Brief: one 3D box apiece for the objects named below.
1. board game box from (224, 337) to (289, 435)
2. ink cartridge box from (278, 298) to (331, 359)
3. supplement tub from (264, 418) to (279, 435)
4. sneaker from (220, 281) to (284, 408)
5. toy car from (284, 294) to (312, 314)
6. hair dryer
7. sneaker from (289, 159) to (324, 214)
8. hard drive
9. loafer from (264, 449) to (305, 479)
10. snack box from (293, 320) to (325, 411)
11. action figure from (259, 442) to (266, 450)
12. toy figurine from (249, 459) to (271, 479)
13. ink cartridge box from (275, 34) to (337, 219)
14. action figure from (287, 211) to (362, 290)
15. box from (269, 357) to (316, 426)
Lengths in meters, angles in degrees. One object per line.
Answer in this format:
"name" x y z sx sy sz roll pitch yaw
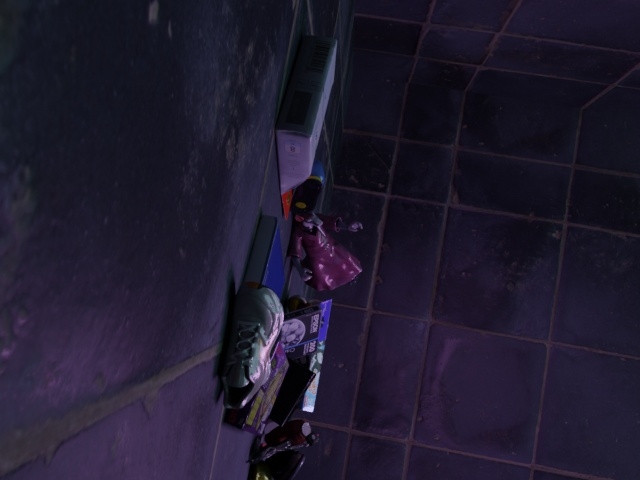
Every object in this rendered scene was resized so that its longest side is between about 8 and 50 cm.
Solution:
"board game box" -0.144 0.364 1.236 0.347 0.056 0.208 89 26 -66
"ink cartridge box" -0.052 0.310 1.705 0.045 0.208 0.207 49 -37 42
"supplement tub" -0.163 0.669 1.825 0.107 0.070 0.071 -44 143 -83
"sneaker" -0.134 0.205 0.939 0.121 0.099 0.263 -64 162 -62
"toy car" -0.068 0.296 1.802 0.159 0.136 0.182 -75 173 -59
"hair dryer" -0.135 0.641 1.628 0.293 0.223 0.080 122 -45 -69
"sneaker" -0.035 -0.149 1.436 0.209 0.069 0.082 123 -22 -57
"hard drive" -0.128 0.111 1.164 0.319 0.040 0.211 92 8 -63
"loafer" -0.131 0.750 1.677 0.109 0.095 0.303 -50 172 -32
"snack box" -0.078 0.465 1.875 0.187 0.060 0.322 -16 -125 46
"action figure" -0.200 0.743 1.787 0.115 0.030 0.038 88 17 -62
"toy figurine" -0.142 0.898 1.611 0.191 0.217 0.363 87 13 -73
"ink cartridge box" -0.032 -0.267 1.291 0.385 0.091 0.309 90 10 -61
"action figure" 0.000 0.000 1.691 0.276 0.248 0.370 52 -9 49
"box" -0.103 0.487 1.630 0.185 0.103 0.261 -59 171 -13
